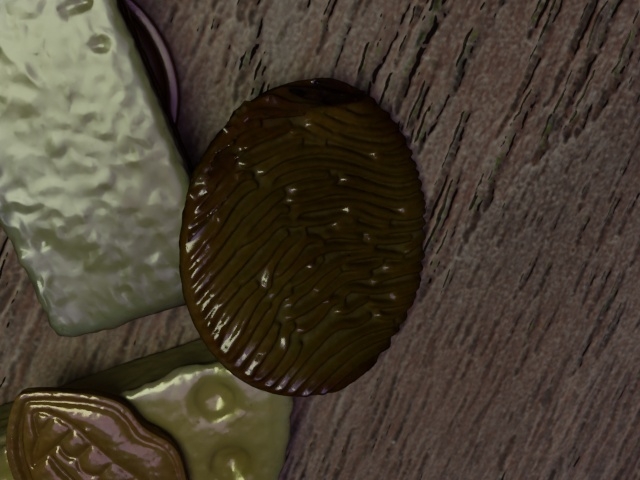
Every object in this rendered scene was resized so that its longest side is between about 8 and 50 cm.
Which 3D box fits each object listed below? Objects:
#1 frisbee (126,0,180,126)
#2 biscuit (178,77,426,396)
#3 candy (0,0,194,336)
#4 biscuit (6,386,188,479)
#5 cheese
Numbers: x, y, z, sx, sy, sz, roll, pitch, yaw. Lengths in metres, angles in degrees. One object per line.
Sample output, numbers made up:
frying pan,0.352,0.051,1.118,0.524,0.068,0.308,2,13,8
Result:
frisbee,-0.267,-0.145,0.760,0.250,0.021,0.251,-3,105,-10
biscuit,0.000,0.000,0.753,0.318,0.040,0.318,-7,101,-41
candy,-0.219,-0.084,0.707,0.179,0.135,0.321,-22,110,-4
biscuit,-0.219,0.228,0.752,0.142,0.029,0.221,-42,107,3
cheese,-0.175,0.250,0.835,0.384,0.104,0.384,-2,105,-9
